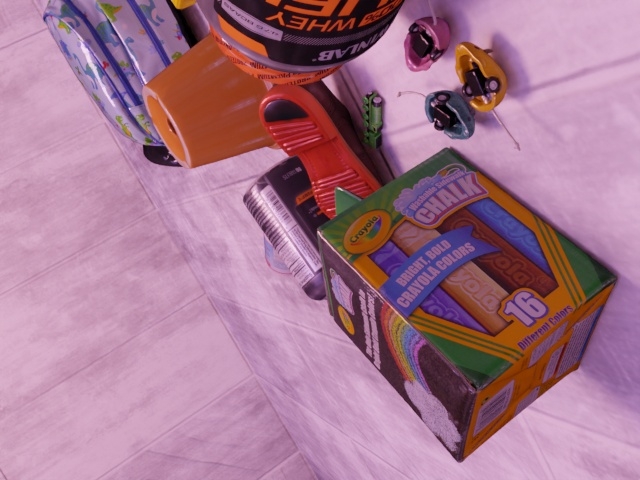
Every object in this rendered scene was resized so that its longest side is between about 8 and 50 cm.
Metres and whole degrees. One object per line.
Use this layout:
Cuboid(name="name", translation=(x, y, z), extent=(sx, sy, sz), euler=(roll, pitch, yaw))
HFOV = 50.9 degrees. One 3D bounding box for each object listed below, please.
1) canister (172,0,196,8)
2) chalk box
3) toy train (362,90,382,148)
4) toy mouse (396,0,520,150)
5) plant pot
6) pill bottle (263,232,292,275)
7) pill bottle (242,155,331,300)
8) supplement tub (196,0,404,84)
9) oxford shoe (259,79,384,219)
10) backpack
Cuboid(name="canister", translation=(-0.222, -0.438, 0.973), extent=(0.170, 0.073, 0.126), euler=(58, 161, -6))
Cuboid(name="chalk box", translation=(0.118, 0.042, 0.708), extent=(0.289, 0.179, 0.180), euler=(47, 160, 32))
Cuboid(name="toy train", translation=(0.063, -0.143, 0.803), extent=(0.023, 0.017, 0.083), euler=(37, 154, 26))
Cuboid(name="toy mouse", translation=(0.117, -0.152, 0.625), extent=(0.161, 0.031, 0.143), euler=(62, 161, -10))
Cuboid(name="plant pot", translation=(-0.139, -0.200, 0.956), extent=(0.205, 0.188, 0.205), euler=(49, 160, 25))
Cuboid(name="pill bottle", translation=(-0.061, -0.007, 1.229), extent=(0.087, 0.087, 0.160), euler=(50, 160, 23))
Cuboid(name="pill bottle", translation=(0.000, 0.000, 1.016), extent=(0.246, 0.130, 0.130), euler=(55, 162, 8))
Cuboid(name="supplement tub", translation=(-0.003, -0.258, 0.506), extent=(0.194, 0.193, 0.316), euler=(56, 163, 6))
Cuboid(name="oxford shoe", translation=(0.030, -0.109, 0.864), extent=(0.097, 0.098, 0.271), euler=(-9, 132, 32))
Cuboid(name="backpack", translation=(-0.325, -0.320, 1.207), extent=(0.290, 0.273, 0.356), euler=(-142, 38, -60))
